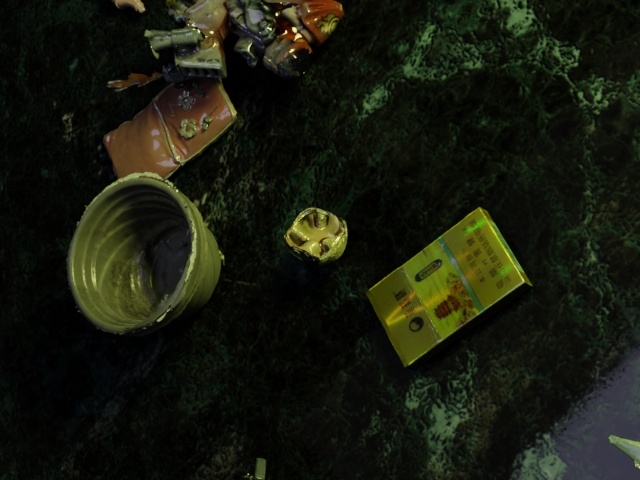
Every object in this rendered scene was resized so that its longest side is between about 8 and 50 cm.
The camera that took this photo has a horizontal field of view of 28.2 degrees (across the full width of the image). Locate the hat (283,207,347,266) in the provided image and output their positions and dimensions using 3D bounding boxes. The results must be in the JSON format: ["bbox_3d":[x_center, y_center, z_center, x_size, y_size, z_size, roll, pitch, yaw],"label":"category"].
[{"bbox_3d":[0.000,0.001,1.726,0.077,0.059,0.076,25,76,29],"label":"hat"}]

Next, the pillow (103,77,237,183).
[{"bbox_3d":[-0.228,-0.164,1.923,0.232,0.043,0.126,-36,64,21],"label":"pillow"}]

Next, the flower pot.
[{"bbox_3d":[-0.234,0.030,1.818,0.235,0.140,0.235,-7,76,31],"label":"flower pot"}]

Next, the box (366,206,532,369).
[{"bbox_3d":[0.161,0.062,1.623,0.193,0.030,0.121,-38,60,18],"label":"box"}]

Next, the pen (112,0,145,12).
[{"bbox_3d":[-0.333,-0.423,2.065,0.053,0.032,0.197,-49,55,12],"label":"pen"}]

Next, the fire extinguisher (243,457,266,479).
[{"bbox_3d":[-0.116,0.422,1.673,0.105,0.105,0.269,14,86,34],"label":"fire extinguisher"}]

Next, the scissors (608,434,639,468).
[{"bbox_3d":[0.471,0.300,1.360,0.383,0.029,0.256,8,83,32],"label":"scissors"}]

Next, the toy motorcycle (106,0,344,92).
[{"bbox_3d":[-0.136,-0.298,1.820,0.401,0.134,0.207,-11,68,9],"label":"toy motorcycle"}]
